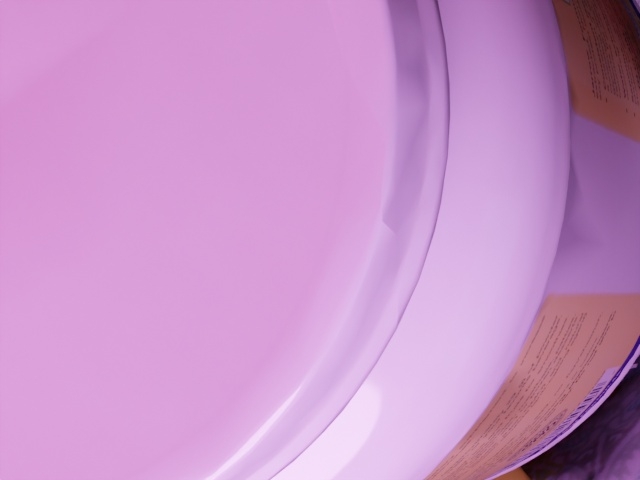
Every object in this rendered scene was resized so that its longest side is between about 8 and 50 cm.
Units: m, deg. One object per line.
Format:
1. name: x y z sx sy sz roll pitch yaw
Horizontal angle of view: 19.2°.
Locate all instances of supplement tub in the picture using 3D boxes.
1. supplement tub: -0.026 -0.025 0.581 0.241 0.241 0.331 -65 162 7

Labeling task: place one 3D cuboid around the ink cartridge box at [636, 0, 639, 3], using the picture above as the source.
1. ink cartridge box: 0.123 -0.154 1.064 0.092 0.090 0.143 -58 163 -14

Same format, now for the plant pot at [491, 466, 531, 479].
1. plant pot: -0.032 0.219 0.959 0.239 0.254 0.254 -15 132 -46

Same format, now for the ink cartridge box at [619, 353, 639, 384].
1. ink cartridge box: 0.139 0.077 1.284 0.333 0.065 0.165 -33 153 -13

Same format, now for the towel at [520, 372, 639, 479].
1. towel: 0.247 0.119 1.477 0.320 0.090 0.374 -44 -171 -22
